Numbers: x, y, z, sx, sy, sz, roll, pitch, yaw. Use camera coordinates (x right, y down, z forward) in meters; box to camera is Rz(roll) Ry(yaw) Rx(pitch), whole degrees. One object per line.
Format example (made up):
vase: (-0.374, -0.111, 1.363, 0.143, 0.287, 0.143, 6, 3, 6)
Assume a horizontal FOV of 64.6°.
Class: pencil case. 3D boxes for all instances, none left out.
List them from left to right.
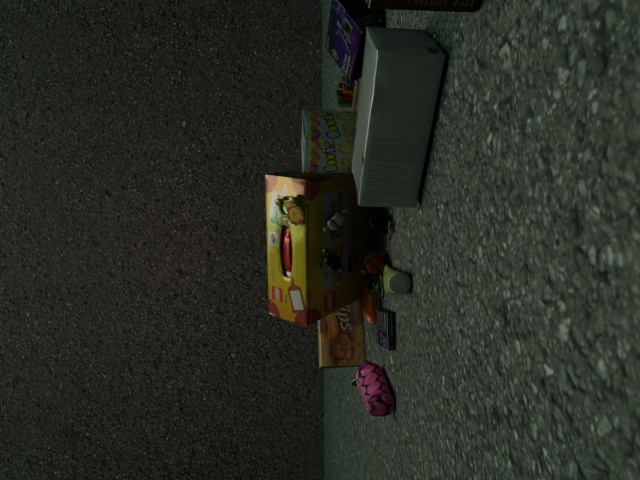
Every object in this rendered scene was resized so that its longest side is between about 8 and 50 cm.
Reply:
pencil case: (0.168, 0.474, 1.609, 0.209, 0.098, 0.095, -117, 28, -77)

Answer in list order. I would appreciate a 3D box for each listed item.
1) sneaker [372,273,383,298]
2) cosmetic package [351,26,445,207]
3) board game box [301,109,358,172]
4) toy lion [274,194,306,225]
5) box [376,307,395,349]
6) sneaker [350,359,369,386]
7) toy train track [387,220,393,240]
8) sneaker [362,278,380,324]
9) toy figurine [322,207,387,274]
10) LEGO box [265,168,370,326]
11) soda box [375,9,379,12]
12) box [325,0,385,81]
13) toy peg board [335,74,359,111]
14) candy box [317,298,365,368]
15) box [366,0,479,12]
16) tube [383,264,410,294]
sneaker: (0.190, 0.155, 1.694, 0.031, 0.035, 0.083, 105, 164, -74)
cosmetic package: (0.173, -0.294, 1.228, 0.217, 0.156, 0.385, -95, 6, -56)
board game box: (0.080, -0.308, 1.589, 0.144, 0.275, 0.142, 96, 172, -52)
toy lion: (-0.090, -0.093, 1.598, 0.034, 0.100, 0.096, -29, -69, -47)
box: (0.204, 0.276, 1.590, 0.162, 0.029, 0.116, 139, 130, -85)
sneaker: (0.163, 0.517, 1.954, 0.170, 0.068, 0.071, 110, 177, -50)
toy train track: (0.215, -0.029, 1.553, 0.083, 0.014, 0.048, 85, 180, -49)
sneaker: (0.175, 0.208, 1.733, 0.067, 0.064, 0.175, 110, 159, -45)
toy figurine: (0.111, 0.003, 1.625, 0.148, 0.209, 0.213, -69, -20, -83)
LEGO box: (0.000, 0.000, 1.813, 0.372, 0.193, 0.501, -18, -67, -49)
soda box: (0.168, -0.800, 1.778, 0.183, 0.062, 0.058, 105, 161, -71)
box: (0.114, -0.716, 1.768, 0.184, 0.103, 0.261, 60, 166, 14)
toy peg board: (0.116, -0.679, 2.259, 0.161, 0.079, 0.161, 95, 172, -46)
candy box: (0.082, 0.358, 2.078, 0.087, 0.182, 0.317, 107, 162, -70)
box: (0.182, -0.517, 0.871, 0.169, 0.203, 0.167, 99, 170, -55)
tube: (0.205, 0.118, 1.446, 0.070, 0.062, 0.240, -50, -1, -1)
